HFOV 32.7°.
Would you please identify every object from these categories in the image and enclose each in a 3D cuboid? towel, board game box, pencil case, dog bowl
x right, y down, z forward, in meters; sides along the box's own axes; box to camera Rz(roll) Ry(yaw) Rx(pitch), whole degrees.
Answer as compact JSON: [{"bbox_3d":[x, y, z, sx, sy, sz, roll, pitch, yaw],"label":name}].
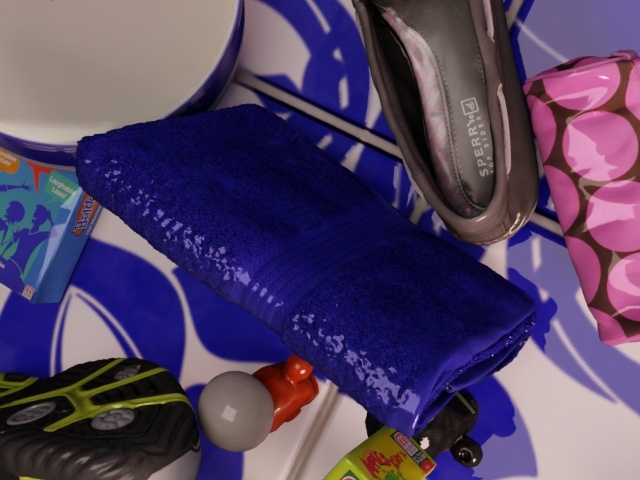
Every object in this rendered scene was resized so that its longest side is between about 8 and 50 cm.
[{"bbox_3d":[0.000,0.000,0.785,0.308,0.227,0.076,35,112,18],"label":"towel"},{"bbox_3d":[-0.010,0.202,0.710,0.043,0.092,0.181,45,109,13],"label":"board game box"},{"bbox_3d":[0.219,-0.035,0.780,0.098,0.095,0.209,-25,80,43],"label":"pencil case"},{"bbox_3d":[-0.263,-0.073,0.977,0.160,0.047,0.210,28,98,18],"label":"board game box"},{"bbox_3d":[-0.192,-0.192,0.870,0.265,0.104,0.265,1,84,-5],"label":"dog bowl"}]

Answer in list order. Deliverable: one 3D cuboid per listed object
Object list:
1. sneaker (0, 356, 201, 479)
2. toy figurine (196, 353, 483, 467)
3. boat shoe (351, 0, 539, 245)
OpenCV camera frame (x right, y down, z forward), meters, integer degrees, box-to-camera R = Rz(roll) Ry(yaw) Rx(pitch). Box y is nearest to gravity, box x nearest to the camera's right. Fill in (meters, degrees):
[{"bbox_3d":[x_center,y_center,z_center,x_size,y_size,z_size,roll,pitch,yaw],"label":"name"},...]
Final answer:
[{"bbox_3d":[-0.216,0.188,0.884,0.384,0.145,0.147,-8,103,48],"label":"sneaker"},{"bbox_3d":[0.014,0.192,0.821,0.213,0.148,0.209,3,90,20],"label":"toy figurine"},{"bbox_3d":[0.086,-0.160,0.825,0.112,0.095,0.335,-19,83,19],"label":"boat shoe"}]
